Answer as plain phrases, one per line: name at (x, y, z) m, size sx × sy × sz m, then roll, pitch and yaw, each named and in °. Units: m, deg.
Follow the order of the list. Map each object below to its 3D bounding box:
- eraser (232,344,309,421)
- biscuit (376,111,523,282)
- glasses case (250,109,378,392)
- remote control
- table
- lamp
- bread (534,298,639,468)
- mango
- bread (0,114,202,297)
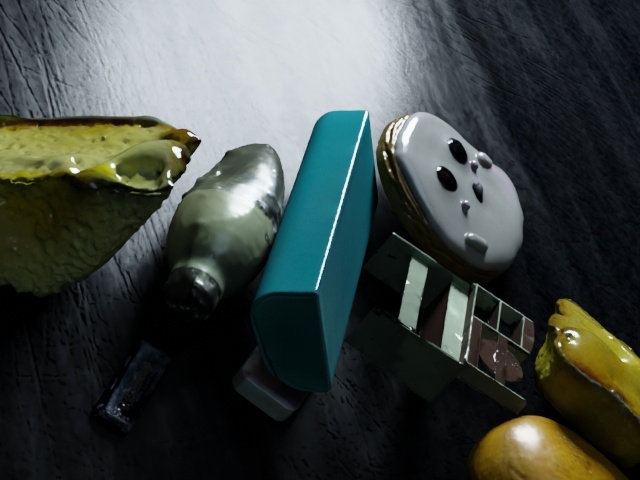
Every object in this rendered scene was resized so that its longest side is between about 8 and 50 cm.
eraser at (-0.032, 0.114, 1.265) m, size 0.065 × 0.026 × 0.105 m, roll 39°, pitch 44°, yaw -3°
biscuit at (0.145, -0.049, 1.450) m, size 0.208 × 0.049 × 0.181 m, roll 40°, pitch 39°, yaw -28°
glasses case at (0.000, 0.001, 1.293) m, size 0.070 × 0.117 × 0.301 m, roll -1°, pitch 35°, yaw 11°
remote control at (-0.161, 0.124, 1.184) m, size 0.039 × 0.014 × 0.096 m, roll 34°, pitch 46°, yaw -5°
table at (0.119, 0.090, 1.326) m, size 0.175 × 0.062 × 0.146 m, roll 35°, pitch 29°, yaw -9°
lamp at (-0.086, -0.015, 1.281) m, size 0.101 × 0.101 × 0.250 m, roll 33°, pitch 41°, yaw -7°
bread at (0.279, 0.144, 1.358) m, size 0.161 × 0.088 × 0.233 m, roll 35°, pitch 11°, yaw 6°
mango at (0.243, 0.291, 1.240) m, size 0.177 × 0.120 × 0.295 m, roll -19°, pitch 69°, yaw -49°
bread at (-0.228, -0.027, 1.173) m, size 0.252 × 0.133 × 0.174 m, roll -1°, pitch 21°, yaw 0°
